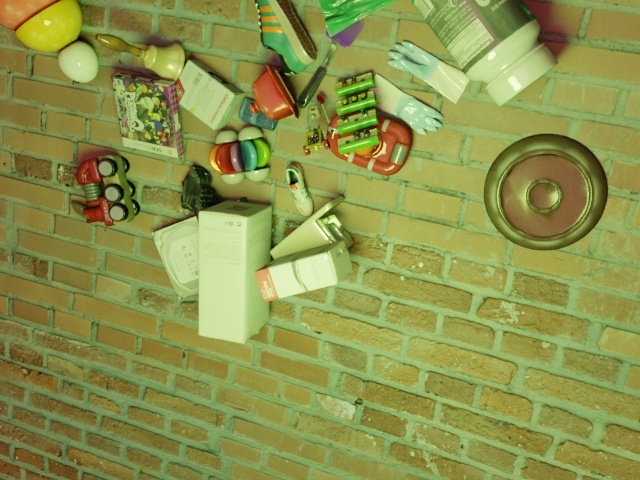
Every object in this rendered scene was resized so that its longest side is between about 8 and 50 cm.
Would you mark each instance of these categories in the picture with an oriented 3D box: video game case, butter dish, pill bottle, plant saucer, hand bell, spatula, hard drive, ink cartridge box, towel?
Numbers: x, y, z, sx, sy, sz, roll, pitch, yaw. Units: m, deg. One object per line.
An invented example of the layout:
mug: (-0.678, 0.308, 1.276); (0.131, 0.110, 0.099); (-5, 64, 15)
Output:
video game case: (-0.518, -0.376, 1.965); (0.210, 0.042, 0.232); (14, 126, 20)
butter dish: (-0.141, -0.389, 1.808); (0.118, 0.160, 0.160); (-29, 93, 4)
pill bottle: (0.396, -0.520, 1.585); (0.204, 0.204, 0.361); (-37, 90, 22)
plant saucer: (0.582, -0.119, 1.704); (0.310, 0.050, 0.311); (5, 105, 17)
hand bell: (-0.519, -0.534, 1.848); (0.126, 0.242, 0.126); (-7, 79, 42)
spatula: (0.017, -0.495, 1.809); (0.084, 0.030, 0.297); (34, 111, 8)
hard drive: (-0.341, 0.028, 2.038); (0.338, 0.064, 0.237); (-18, 97, 20)
ink cartridge box: (-0.041, 0.079, 1.735); (0.217, 0.158, 0.092); (-17, 96, 21)
ink cartridge box: (-0.333, -0.426, 1.919); (0.175, 0.072, 0.127); (38, 112, 7)
towel: (-0.178, -0.366, 1.900); (0.119, 0.029, 0.067); (22, 96, 12)

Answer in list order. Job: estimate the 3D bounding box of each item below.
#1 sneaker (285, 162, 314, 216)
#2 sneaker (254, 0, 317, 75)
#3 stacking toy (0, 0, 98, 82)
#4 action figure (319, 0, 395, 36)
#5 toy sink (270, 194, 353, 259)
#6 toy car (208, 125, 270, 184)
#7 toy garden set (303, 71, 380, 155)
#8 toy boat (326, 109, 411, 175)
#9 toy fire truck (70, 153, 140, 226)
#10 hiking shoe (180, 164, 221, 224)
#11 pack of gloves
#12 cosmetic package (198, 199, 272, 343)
sneaker: (-0.068, -0.143, 1.898); (0.057, 0.075, 0.162); (-12, 99, 21)
sneaker: (-0.130, -0.595, 1.794); (0.121, 0.108, 0.302); (-28, 88, 27)
stacking toy: (-0.836, -0.683, 1.946); (0.350, 0.351, 0.480); (-22, 113, 22)
action figure: (0.116, -0.640, 1.725); (0.232, 0.063, 0.137); (-16, 96, 14)
toy sink: (0.000, 0.000, 1.870); (0.234, 0.153, 0.131); (-39, 89, 21)
toy car: (-0.240, -0.243, 1.898); (0.181, 0.136, 0.159); (-5, 101, 19)
toy garden set: (0.046, -0.338, 1.734); (0.203, 0.049, 0.245); (-13, 56, 17)
toy boat: (0.123, -0.265, 1.765); (0.230, 0.151, 0.151); (22, 109, 12)
toy fire truck: (-0.721, -0.151, 2.091); (0.246, 0.158, 0.217); (-10, 100, 10)
hiking shoe: (-0.367, -0.114, 1.972); (0.114, 0.086, 0.227); (-42, 49, 33)
pack of gloves: (0.251, -0.405, 1.746); (0.232, 0.046, 0.195); (32, 110, 9)
cosmetic package: (-0.243, 0.085, 1.882); (0.155, 0.197, 0.366); (8, 104, 16)
